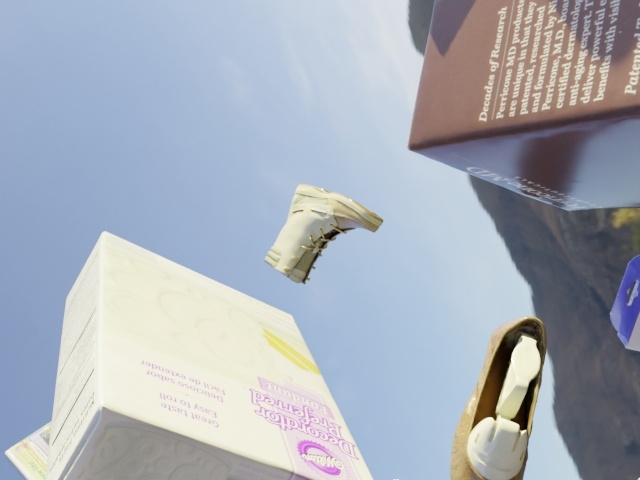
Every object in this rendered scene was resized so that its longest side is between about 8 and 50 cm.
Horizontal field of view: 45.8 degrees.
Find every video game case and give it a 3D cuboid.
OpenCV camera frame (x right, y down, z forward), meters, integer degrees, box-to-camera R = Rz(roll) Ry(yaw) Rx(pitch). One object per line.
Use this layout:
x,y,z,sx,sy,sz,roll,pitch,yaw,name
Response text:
-0.331,0.325,1.133,0.193,0.212,0.023,-33,-41,-34,video game case

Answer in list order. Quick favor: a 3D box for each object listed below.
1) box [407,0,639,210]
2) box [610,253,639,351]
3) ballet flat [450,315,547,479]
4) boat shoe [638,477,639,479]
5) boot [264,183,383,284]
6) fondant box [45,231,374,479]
0.247,-0.107,0.460,0.191,0.381,0.143,16,-96,-29,box
0.272,0.046,0.523,0.028,0.136,0.081,-64,-13,-73,box
0.279,0.257,1.137,0.124,0.116,0.342,99,-166,-60,ballet flat
0.192,0.093,0.351,0.035,0.100,0.035,53,175,29,boat shoe
0.000,0.000,1.274,0.077,0.213,0.165,32,-97,-40,boot
-0.107,0.133,0.683,0.238,0.096,0.330,27,-167,-23,fondant box
